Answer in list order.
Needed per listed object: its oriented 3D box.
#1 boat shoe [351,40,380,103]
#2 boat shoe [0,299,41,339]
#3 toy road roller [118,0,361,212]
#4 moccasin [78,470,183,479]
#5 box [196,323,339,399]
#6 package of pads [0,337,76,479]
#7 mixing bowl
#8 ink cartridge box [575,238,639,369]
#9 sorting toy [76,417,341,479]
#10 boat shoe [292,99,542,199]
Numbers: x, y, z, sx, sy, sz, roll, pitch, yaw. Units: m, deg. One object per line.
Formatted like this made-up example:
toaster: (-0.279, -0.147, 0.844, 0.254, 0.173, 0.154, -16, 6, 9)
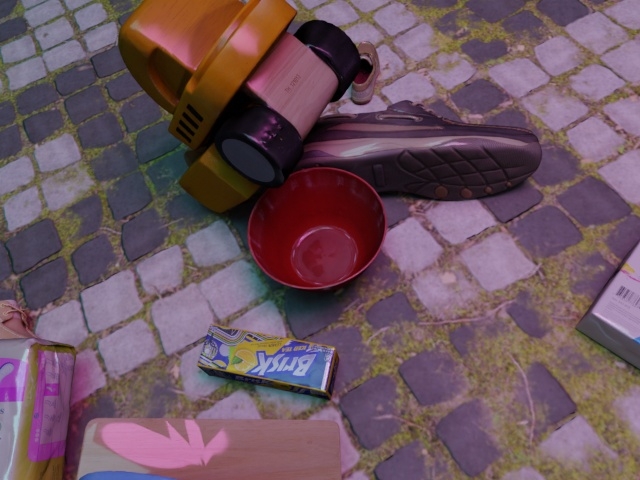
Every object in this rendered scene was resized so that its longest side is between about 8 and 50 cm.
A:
boat shoe: (0.077, -0.301, 0.857, 0.050, 0.045, 0.135, 0, 62, 8)
boat shoe: (-0.458, 0.111, 0.707, 0.170, 0.063, 0.059, 20, 73, 19)
toy road roller: (-0.128, -0.197, 0.651, 0.241, 0.330, 0.202, 38, 68, -16)
moccasin: (-0.047, 0.287, 0.388, 0.342, 0.137, 0.116, 24, 47, -7)
box: (-0.064, 0.155, 0.631, 0.169, 0.054, 0.059, 8, 64, 12)
package of pads: (-0.420, 0.266, 0.579, 0.229, 0.101, 0.296, -3, 73, 7)
mixing bowl: (0.000, 0.000, 0.678, 0.182, 0.098, 0.181, -3, 63, 6)
ink cartridge box: (0.416, 0.063, 0.605, 0.104, 0.061, 0.181, 37, 73, 23)
sorting toy: (-0.111, 0.316, 0.488, 0.257, 0.089, 0.255, 7, 62, -17)
boat shoe: (0.131, -0.145, 0.719, 0.356, 0.132, 0.130, 1, 63, 8)
